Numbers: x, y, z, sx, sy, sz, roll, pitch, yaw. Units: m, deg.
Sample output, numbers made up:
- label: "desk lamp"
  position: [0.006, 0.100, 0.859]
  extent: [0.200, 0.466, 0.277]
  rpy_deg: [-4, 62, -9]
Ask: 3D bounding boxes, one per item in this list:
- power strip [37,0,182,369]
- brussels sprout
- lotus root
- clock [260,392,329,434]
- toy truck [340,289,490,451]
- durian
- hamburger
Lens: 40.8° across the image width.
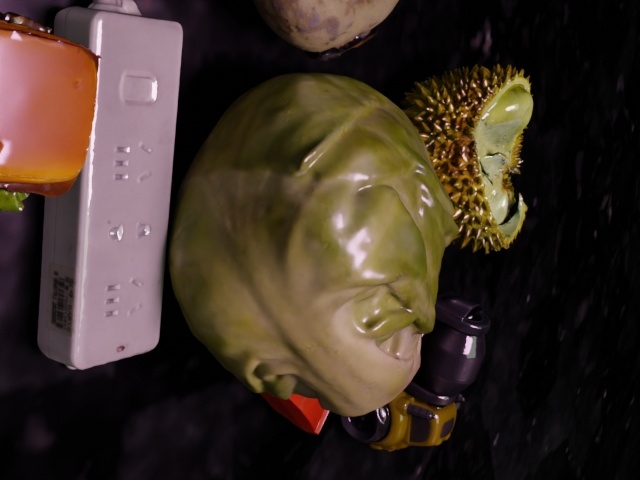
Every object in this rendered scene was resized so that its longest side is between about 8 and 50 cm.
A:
- label: "power strip"
  position: [-0.173, -0.051, 0.703]
  extent: [0.098, 0.058, 0.338]
  rpy_deg: [-9, 108, -53]
- label: "brussels sprout"
  position: [0.000, 0.000, 0.808]
  extent: [0.328, 0.247, 0.328]
  rpy_deg: [-11, 105, -49]
- label: "lotus root"
  position: [-0.023, -0.308, 0.753]
  extent: [0.173, 0.173, 0.309]
  rpy_deg: [-50, 130, -32]
- label: "clock"
  position: [-0.011, 0.127, 0.995]
  extent: [0.155, 0.061, 0.113]
  rpy_deg: [-61, 142, -26]
- label: "toy truck"
  position: [0.130, 0.172, 1.113]
  extent: [0.147, 0.165, 0.224]
  rpy_deg: [-11, 111, -53]
- label: "durian"
  position: [0.177, -0.102, 1.076]
  extent: [0.200, 0.177, 0.236]
  rpy_deg: [-33, 122, -33]
- label: "hamburger"
  position: [-0.233, -0.089, 0.579]
  extent: [0.166, 0.087, 0.137]
  rpy_deg: [7, 97, -54]
